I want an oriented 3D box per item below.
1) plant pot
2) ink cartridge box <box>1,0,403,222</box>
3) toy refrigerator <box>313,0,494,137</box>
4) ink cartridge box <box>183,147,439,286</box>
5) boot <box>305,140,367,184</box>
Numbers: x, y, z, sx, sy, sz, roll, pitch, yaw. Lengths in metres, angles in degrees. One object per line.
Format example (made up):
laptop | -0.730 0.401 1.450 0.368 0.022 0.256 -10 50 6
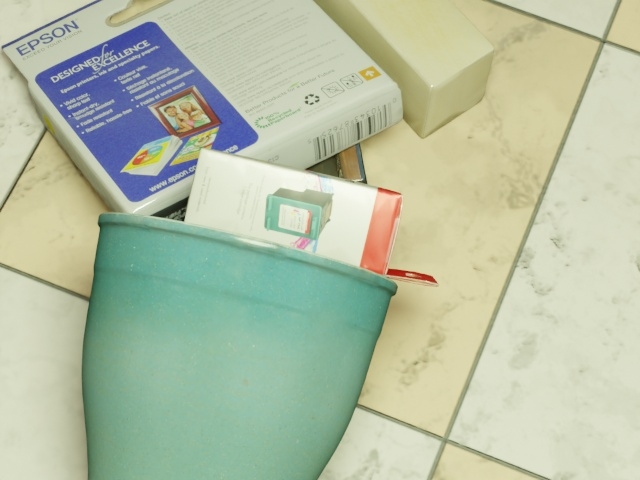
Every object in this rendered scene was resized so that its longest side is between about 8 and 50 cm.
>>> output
plant pot | -0.093 0.131 1.501 0.271 0.271 0.255 13 84 4
ink cartridge box | -0.125 -0.161 1.746 0.303 0.072 0.307 -28 48 -15
toy refrigerator | 0.063 -0.247 1.796 0.094 0.102 0.269 -33 68 -18
ink cartridge box | 0.000 -0.021 1.548 0.231 0.134 0.078 13 93 0
boot | 0.000 0.000 1.685 0.106 0.082 0.219 -9 53 5
